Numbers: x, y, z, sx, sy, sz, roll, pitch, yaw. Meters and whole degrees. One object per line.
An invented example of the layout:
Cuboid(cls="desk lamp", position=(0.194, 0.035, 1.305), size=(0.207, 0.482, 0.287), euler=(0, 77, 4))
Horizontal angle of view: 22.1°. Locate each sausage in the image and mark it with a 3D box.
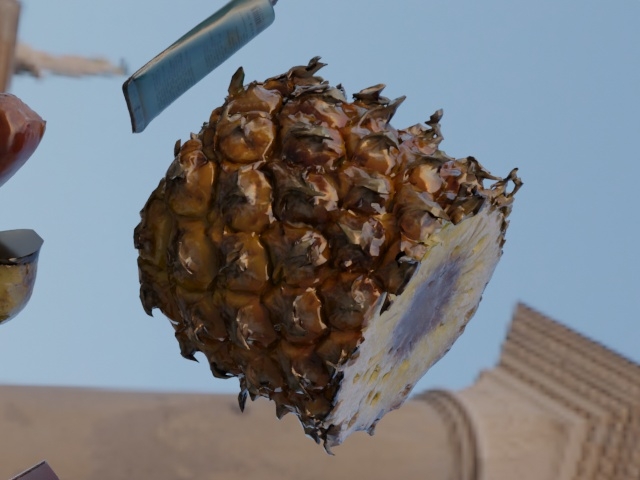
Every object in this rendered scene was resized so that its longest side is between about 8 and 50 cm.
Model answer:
Cuboid(cls="sausage", position=(-0.407, -0.043, 1.660), size=(0.300, 0.089, 0.083), euler=(-37, -91, 5))

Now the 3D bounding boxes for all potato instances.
Cuboid(cls="potato", position=(-0.324, 0.049, 1.646), size=(0.066, 0.096, 0.103), euler=(45, -43, 51))

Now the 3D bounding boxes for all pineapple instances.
Cuboid(cls="pineapple", position=(-0.002, 0.000, 1.586), size=(0.300, 0.352, 0.352), euler=(39, -56, 14))

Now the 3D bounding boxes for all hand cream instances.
Cuboid(cls="hand cream", position=(-0.129, -0.205, 1.784), size=(0.048, 0.224, 0.083), euler=(35, -28, 26))

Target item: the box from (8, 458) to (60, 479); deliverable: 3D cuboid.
Cuboid(cls="box", position=(-0.467, 0.417, 1.699), size=(0.385, 0.344, 0.122), euler=(-37, -94, 23))
